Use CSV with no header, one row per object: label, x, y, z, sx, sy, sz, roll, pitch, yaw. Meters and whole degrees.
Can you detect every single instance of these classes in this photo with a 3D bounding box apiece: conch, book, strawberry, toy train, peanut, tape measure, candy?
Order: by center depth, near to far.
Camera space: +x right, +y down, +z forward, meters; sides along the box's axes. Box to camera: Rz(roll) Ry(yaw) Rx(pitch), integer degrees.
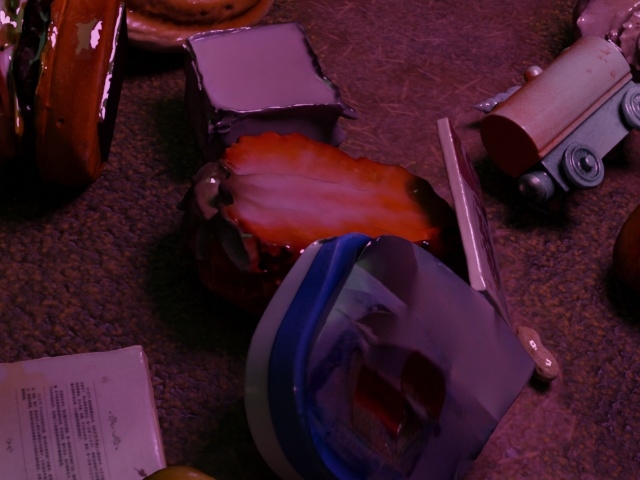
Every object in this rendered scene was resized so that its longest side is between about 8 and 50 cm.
tape measure,0.053,0.148,1.318,0.259,0.138,0.262,41,68,-25
book,-0.311,0.210,1.332,0.289,0.026,0.201,-5,50,-15
peanut,0.253,0.133,1.503,0.037,0.037,0.083,-9,51,-18
strawberry,0.000,0.000,1.514,0.336,0.149,0.265,2,35,-23
book,0.185,-0.013,1.517,0.022,0.162,0.232,-17,61,14
candy,-0.078,-0.179,1.654,0.195,0.137,0.185,-11,51,-18
toy train,0.331,-0.161,1.694,0.285,0.116,0.177,-39,90,-34
conch,0.289,-0.182,1.785,0.180,0.088,0.065,4,92,-20
conch,0.492,-0.345,1.846,0.263,0.186,0.324,-13,36,15

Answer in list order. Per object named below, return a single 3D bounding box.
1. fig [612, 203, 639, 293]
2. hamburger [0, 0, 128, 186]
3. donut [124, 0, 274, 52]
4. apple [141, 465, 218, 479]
fig,0.471,-0.035,1.597,0.170,0.145,0.274,18,75,10
hamburger,-0.354,-0.205,1.533,0.225,0.291,0.291,8,47,-1
donut,-0.233,-0.466,1.754,0.449,0.198,0.449,16,62,-34
apple,-0.109,0.304,1.184,0.196,0.196,0.157,23,77,10
